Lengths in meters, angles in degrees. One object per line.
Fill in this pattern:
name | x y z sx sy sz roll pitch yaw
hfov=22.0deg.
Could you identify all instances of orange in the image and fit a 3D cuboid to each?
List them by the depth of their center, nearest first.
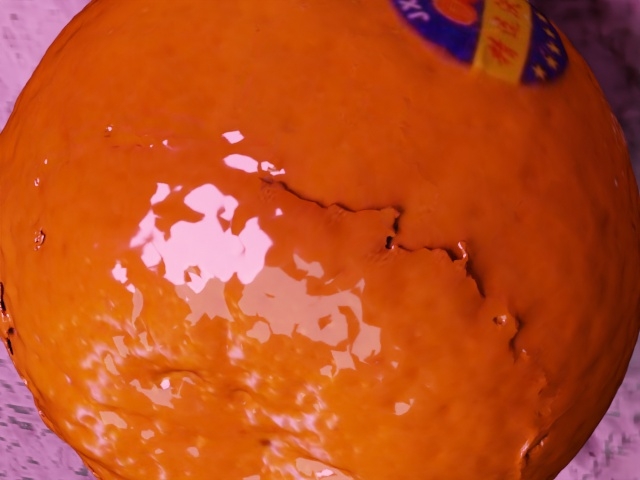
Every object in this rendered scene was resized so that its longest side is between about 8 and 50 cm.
orange | -0.002 0.000 0.550 0.219 0.193 0.219 1 119 3
